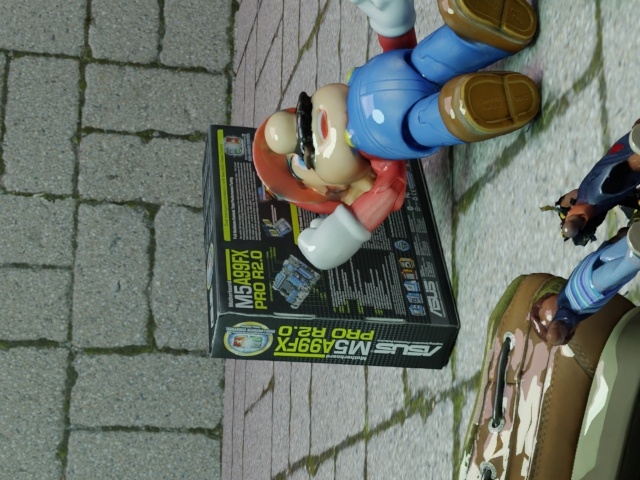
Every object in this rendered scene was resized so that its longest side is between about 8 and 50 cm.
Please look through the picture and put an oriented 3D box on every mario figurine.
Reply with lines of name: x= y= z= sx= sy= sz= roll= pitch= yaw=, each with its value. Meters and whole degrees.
mario figurine: x=0.031 y=-0.102 z=1.061 sx=0.198 sy=0.170 sz=0.320 roll=-55 pitch=14 yaw=-30

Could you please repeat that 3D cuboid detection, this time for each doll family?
doll family: x=0.159 y=-0.021 z=0.627 sx=0.076 sy=0.193 sz=0.111 roll=54 pitch=148 yaw=6

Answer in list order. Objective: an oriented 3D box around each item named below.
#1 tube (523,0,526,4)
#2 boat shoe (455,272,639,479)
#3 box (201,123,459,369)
tube: x=0.147 y=-0.287 z=1.010 sx=0.080 sy=0.052 sz=0.207 roll=93 pitch=168 yaw=-55
boat shoe: x=0.119 y=0.168 z=0.723 sx=0.104 sy=0.111 sz=0.307 roll=22 pitch=102 yaw=33
box: x=0.000 y=0.000 z=1.204 sx=0.270 sy=0.216 sz=0.060 roll=-99 pitch=16 yaw=-47
